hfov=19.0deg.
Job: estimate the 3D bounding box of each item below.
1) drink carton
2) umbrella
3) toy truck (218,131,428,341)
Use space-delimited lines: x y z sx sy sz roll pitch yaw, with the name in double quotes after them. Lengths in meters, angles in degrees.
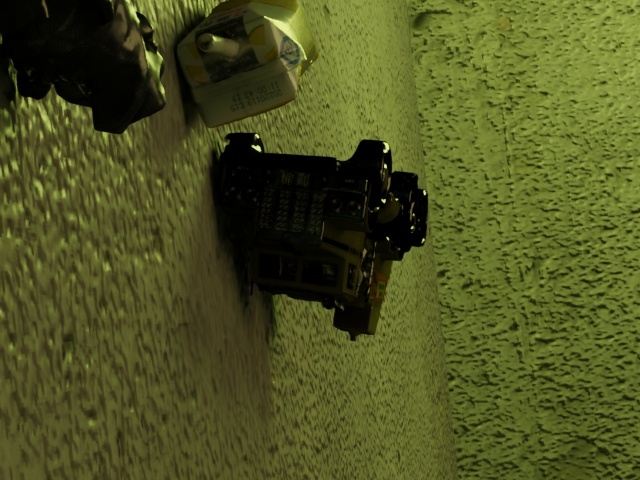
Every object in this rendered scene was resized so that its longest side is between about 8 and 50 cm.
-0.049 -0.122 1.281 0.200 0.084 0.075 -69 142 -72 "drink carton"
-0.128 -0.133 0.790 0.071 0.080 0.224 -51 144 -27 "umbrella"
0.000 -0.005 1.426 0.257 0.127 0.127 50 48 -75 "toy truck"
